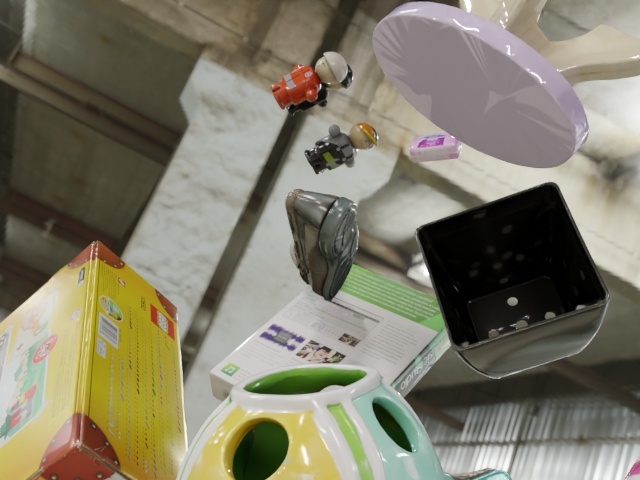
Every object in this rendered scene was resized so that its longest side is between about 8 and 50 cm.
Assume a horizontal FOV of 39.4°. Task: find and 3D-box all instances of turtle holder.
[{"bbox_3d":[-0.029,0.229,0.728,0.320,0.227,0.243,-6,4,-40],"label":"turtle holder"}]

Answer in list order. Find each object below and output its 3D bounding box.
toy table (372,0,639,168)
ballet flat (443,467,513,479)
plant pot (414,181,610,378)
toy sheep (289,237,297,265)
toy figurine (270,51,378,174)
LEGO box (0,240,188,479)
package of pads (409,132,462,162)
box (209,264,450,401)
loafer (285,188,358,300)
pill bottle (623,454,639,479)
[{"bbox_3d":[0.212,-0.211,0.994,0.274,0.161,0.252,40,-21,22],"label":"toy table"},{"bbox_3d":[0.204,0.435,1.464,0.316,0.107,0.106,14,-39,-45],"label":"ballet flat"},{"bbox_3d":[0.244,0.071,1.131,0.188,0.187,0.167,-19,-38,6],"label":"plant pot"},{"bbox_3d":[-0.006,0.012,1.401,0.091,0.091,0.132,27,-6,-14],"label":"toy sheep"},{"bbox_3d":[0.020,-0.236,1.674,0.209,0.148,0.213,62,5,1],"label":"toy figurine"},{"bbox_3d":[-0.387,0.281,1.256,0.193,0.372,0.500,45,12,-27],"label":"LEGO box"},{"bbox_3d":[0.192,-0.155,1.484,0.083,0.050,0.032,-4,-57,23],"label":"package of pads"},{"bbox_3d":[0.030,0.162,1.309,0.232,0.322,0.058,22,-46,31],"label":"box"},{"bbox_3d":[0.000,0.000,1.230,0.084,0.096,0.267,27,-21,11],"label":"loafer"},{"bbox_3d":[0.209,0.283,0.550,0.160,0.283,0.160,33,-22,15],"label":"pill bottle"}]
